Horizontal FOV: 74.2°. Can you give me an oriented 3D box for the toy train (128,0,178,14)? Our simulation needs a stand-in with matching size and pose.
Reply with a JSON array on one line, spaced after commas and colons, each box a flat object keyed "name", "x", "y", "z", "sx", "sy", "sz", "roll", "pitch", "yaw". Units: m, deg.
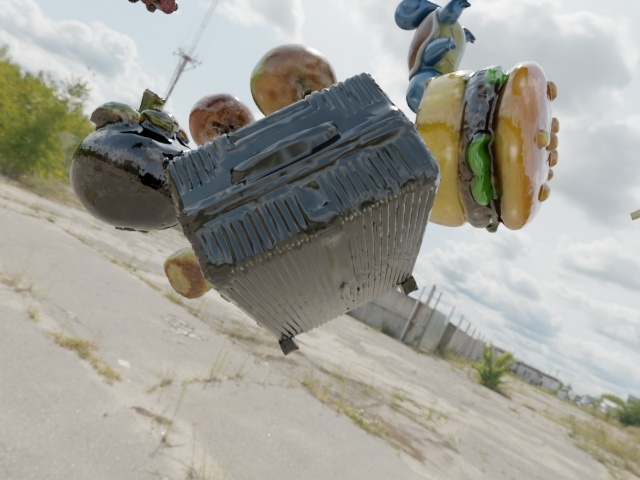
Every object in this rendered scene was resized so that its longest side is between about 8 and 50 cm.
[{"name": "toy train", "x": -0.273, "y": -0.407, "z": 0.646, "sx": 0.050, "sy": 0.086, "sz": 0.138, "roll": 20, "pitch": 12, "yaw": 29}]

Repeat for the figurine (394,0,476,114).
[{"name": "figurine", "x": 0.365, "y": -0.596, "z": 1.305, "sx": 0.243, "sy": 0.415, "sz": 0.298, "roll": -8, "pitch": -13, "yaw": 15}]

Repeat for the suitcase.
[{"name": "suitcase", "x": 0.000, "y": 0.000, "z": 0.497, "sx": 0.152, "sy": 0.230, "sz": 0.335, "roll": 62, "pitch": -5, "yaw": 22}]

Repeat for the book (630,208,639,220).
[{"name": "book", "x": 0.540, "y": -0.092, "z": 0.557, "sx": 0.013, "sy": 0.168, "sz": 0.192, "roll": 64, "pitch": -32, "yaw": 11}]

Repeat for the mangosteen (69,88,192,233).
[{"name": "mangosteen", "x": -0.374, "y": -0.167, "z": 0.898, "sx": 0.275, "sy": 0.301, "sz": 0.275, "roll": 7, "pitch": 0, "yaw": 0}]

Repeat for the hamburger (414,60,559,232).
[{"name": "hamburger", "x": 0.391, "y": -0.199, "z": 0.977, "sx": 0.278, "sy": 0.395, "sz": 0.396, "roll": 6, "pitch": -15, "yaw": 30}]

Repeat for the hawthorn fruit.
[{"name": "hawthorn fruit", "x": -0.364, "y": -0.403, "z": 1.502, "sx": 0.263, "sy": 0.231, "sz": 0.235, "roll": 2, "pitch": -16, "yaw": 33}]

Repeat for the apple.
[{"name": "apple", "x": -0.075, "y": -0.443, "z": 1.231, "sx": 0.194, "sy": 0.260, "sz": 0.261, "roll": 43, "pitch": 5, "yaw": 31}]

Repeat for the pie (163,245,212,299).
[{"name": "pie", "x": -0.459, "y": 0.116, "z": 1.498, "sx": 0.178, "sy": 0.205, "sz": 0.084, "roll": 60, "pitch": 22, "yaw": -22}]
